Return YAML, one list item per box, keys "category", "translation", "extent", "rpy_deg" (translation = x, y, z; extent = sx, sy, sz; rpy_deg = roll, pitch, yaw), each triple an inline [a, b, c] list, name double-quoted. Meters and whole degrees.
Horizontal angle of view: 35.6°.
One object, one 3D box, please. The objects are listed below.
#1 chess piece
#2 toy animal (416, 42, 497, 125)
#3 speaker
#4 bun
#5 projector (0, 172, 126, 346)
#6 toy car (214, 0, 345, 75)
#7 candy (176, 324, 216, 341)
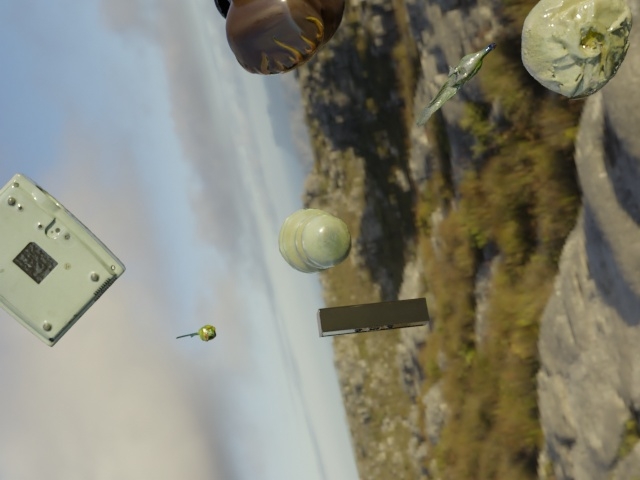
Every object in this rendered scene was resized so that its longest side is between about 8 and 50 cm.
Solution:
- category: "chess piece"
  translation: [0.000, 0.000, 1.907]
  extent: [0.243, 0.133, 0.133]
  rpy_deg: [180, 76, -79]
- category: "toy animal"
  translation: [0.252, -0.300, 1.906]
  extent: [0.041, 0.217, 0.075]
  rpy_deg: [46, -164, 10]
- category: "speaker"
  translation: [0.091, 0.134, 1.732]
  extent: [0.040, 0.191, 0.046]
  rpy_deg: [110, 152, -69]
- category: "bun"
  translation: [0.534, -0.409, 2.068]
  extent: [0.141, 0.239, 0.239]
  rpy_deg: [-116, 12, -71]
- category: "projector"
  translation: [-0.290, 0.019, 1.020]
  extent: [0.147, 0.115, 0.061]
  rpy_deg: [44, 173, -9]
- category: "toy car"
  translation: [-0.102, -0.449, 1.700]
  extent: [0.341, 0.271, 0.240]
  rpy_deg: [52, -148, -35]
- category: "candy"
  translation: [-0.270, 0.202, 2.130]
  extent: [0.035, 0.123, 0.035]
  rpy_deg: [-41, -68, -46]
